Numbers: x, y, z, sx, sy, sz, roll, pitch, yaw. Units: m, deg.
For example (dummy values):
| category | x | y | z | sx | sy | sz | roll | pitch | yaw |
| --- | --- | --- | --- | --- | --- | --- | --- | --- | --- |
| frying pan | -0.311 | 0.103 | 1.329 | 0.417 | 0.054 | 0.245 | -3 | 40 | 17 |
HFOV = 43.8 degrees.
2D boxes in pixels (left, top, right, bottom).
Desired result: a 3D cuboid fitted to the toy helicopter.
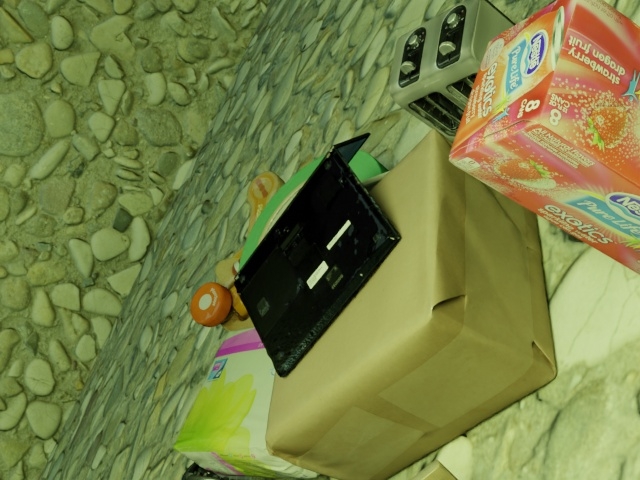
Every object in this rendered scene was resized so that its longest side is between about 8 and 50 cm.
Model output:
| category | x | y | z | sx | sy | sz | roll | pitch | yaw |
| --- | --- | --- | --- | --- | --- | --- | --- | --- | --- |
| toy helicopter | -0.105 | 0.019 | 1.543 | 0.235 | 0.140 | 0.355 | -14 | 58 | 33 |

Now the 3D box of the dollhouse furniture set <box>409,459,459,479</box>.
| category | x | y | z | sx | sy | sz | roll | pitch | yaw |
| --- | --- | --- | --- | --- | --- | --- | --- | --- | --- |
| dollhouse furniture set | 0.096 | 0.366 | 0.690 | 0.242 | 0.161 | 0.212 | -41 | 24 | 6 |

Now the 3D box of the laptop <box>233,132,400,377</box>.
| category | x | y | z | sx | sy | sz | roll | pitch | yaw |
| --- | --- | --- | --- | --- | --- | --- | --- | --- | --- |
| laptop | 0.009 | 0.007 | 1.020 | 0.234 | 0.137 | 0.264 | -53 | 46 | 23 |

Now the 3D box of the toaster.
| category | x | y | z | sx | sy | sz | roll | pitch | yaw |
| --- | --- | --- | --- | --- | --- | --- | --- | --- | --- |
| toaster | 0.209 | -0.227 | 1.104 | 0.168 | 0.186 | 0.110 | -15 | 52 | 52 |

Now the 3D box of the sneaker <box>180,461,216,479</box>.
| category | x | y | z | sx | sy | sz | roll | pitch | yaw |
| --- | --- | --- | --- | --- | --- | --- | --- | --- | --- |
| sneaker | -0.209 | 0.436 | 1.366 | 0.078 | 0.067 | 0.188 | -63 | 17 | 15 |

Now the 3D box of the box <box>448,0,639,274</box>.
| category | x | y | z | sx | sy | sz | roll | pitch | yaw |
| --- | --- | --- | --- | --- | --- | --- | --- | --- | --- |
| box | 0.254 | -0.074 | 0.665 | 0.123 | 0.257 | 0.128 | -18 | 47 | 64 |

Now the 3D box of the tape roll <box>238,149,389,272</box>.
| category | x | y | z | sx | sy | sz | roll | pitch | yaw |
| --- | --- | --- | --- | --- | --- | --- | --- | --- | --- |
| tape roll | 0.000 | 0.000 | 1.315 | 0.321 | 0.077 | 0.321 | -31 | 39 | 30 |

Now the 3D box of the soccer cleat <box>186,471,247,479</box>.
| category | x | y | z | sx | sy | sz | roll | pitch | yaw |
| --- | --- | --- | --- | --- | --- | --- | --- | --- | --- |
| soccer cleat | -0.133 | 0.413 | 1.177 | 0.318 | 0.109 | 0.116 | -20 | 52 | 58 |

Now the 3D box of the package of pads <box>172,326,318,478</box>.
| category | x | y | z | sx | sy | sz | roll | pitch | yaw |
| --- | --- | --- | --- | --- | --- | --- | --- | --- | --- |
| package of pads | -0.082 | 0.239 | 1.198 | 0.297 | 0.101 | 0.229 | -19 | 40 | 49 |

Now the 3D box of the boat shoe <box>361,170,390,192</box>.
| category | x | y | z | sx | sy | sz | roll | pitch | yaw |
| --- | --- | --- | --- | --- | --- | --- | --- | --- | --- |
| boat shoe | 0.128 | -0.067 | 1.108 | 0.226 | 0.076 | 0.083 | -21 | 49 | 26 |

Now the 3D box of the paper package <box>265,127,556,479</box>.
| category | x | y | z | sx | sy | sz | roll | pitch | yaw |
| --- | --- | --- | --- | --- | --- | --- | --- | --- | --- |
| paper package | 0.096 | 0.086 | 0.963 | 0.325 | 0.168 | 0.309 | -45 | 26 | 39 |
